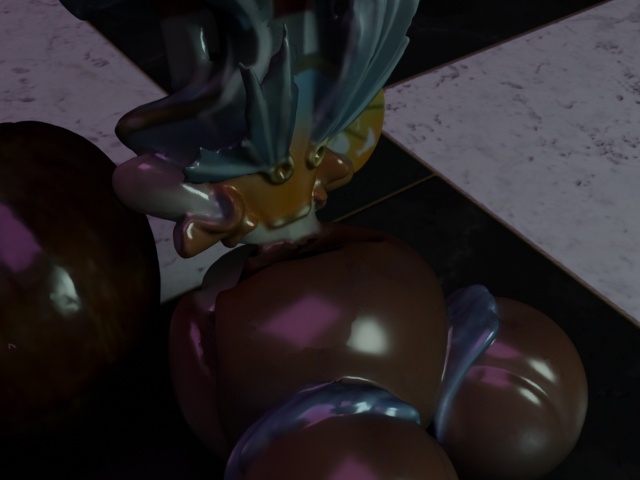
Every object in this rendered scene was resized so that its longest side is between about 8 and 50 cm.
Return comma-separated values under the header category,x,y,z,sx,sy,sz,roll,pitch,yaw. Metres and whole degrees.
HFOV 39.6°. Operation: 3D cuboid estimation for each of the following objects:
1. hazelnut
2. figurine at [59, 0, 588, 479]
category,x,y,z,sx,sy,sz,roll,pitch,yaw
hazelnut,-0.215,0.033,0.590,0.218,0.218,0.234,31,50,27
figurine,0.000,0.000,0.557,0.248,0.388,0.277,3,20,46
